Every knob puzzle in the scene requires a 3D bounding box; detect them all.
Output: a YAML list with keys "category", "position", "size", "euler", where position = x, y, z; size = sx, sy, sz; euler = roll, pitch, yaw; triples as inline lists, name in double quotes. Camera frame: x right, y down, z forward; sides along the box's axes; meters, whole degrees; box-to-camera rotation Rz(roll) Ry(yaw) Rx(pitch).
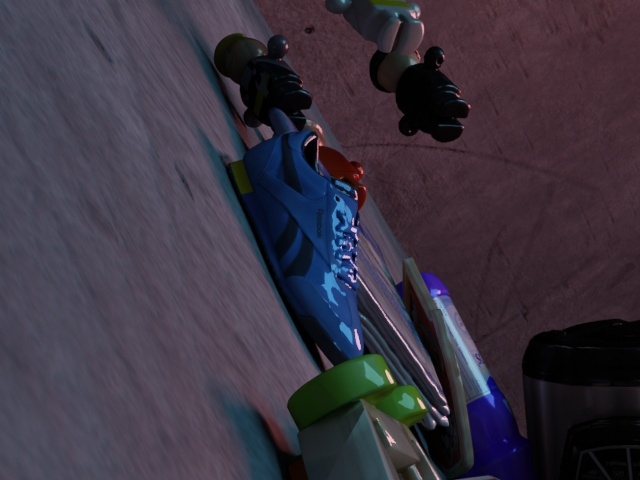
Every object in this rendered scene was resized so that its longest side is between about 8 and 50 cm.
- category: "knob puzzle"
  position: [0.101, 0.142, 1.348]
  size: [0.213, 0.030, 0.213]
  euler: [170, -90, -80]

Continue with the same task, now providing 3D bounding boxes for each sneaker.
- category: "sneaker"
  position: [0.000, 0.000, 1.064]
  size: [0.209, 0.082, 0.069]
  euler: [66, 5, 34]

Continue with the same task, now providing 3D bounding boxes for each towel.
- category: "towel"
  position: [0.027, 0.019, 1.266]
  size: [0.209, 0.034, 0.285]
  euler: [55, 8, -33]

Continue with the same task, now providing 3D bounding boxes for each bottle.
- category: "bottle"
  position: [0.149, 0.174, 1.512]
  size: [0.283, 0.092, 0.118]
  euler: [62, 3, 14]

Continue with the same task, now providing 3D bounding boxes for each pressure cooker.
- category: "pressure cooker"
  position: [0.419, 0.295, 1.566]
  size: [0.370, 0.375, 0.420]
  euler: [-171, -104, -79]

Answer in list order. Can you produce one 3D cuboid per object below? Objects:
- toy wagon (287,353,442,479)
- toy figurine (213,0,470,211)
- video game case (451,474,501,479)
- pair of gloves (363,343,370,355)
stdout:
- category: "toy wagon"
  position: [0.080, 0.207, 0.783]
  size: [0.267, 0.068, 0.344]
  euler: [63, 4, 17]
- category: "toy figurine"
  position: [0.021, -0.158, 1.446]
  size: [0.209, 0.213, 0.148]
  euler: [52, 0, -44]
- category: "video game case"
  position: [0.233, 0.259, 1.136]
  size: [0.285, 0.025, 0.204]
  euler: [22, 1, 22]
- category: "pair of gloves"
  position: [0.013, 0.036, 1.325]
  size: [0.159, 0.023, 0.198]
  euler: [61, 6, -5]
